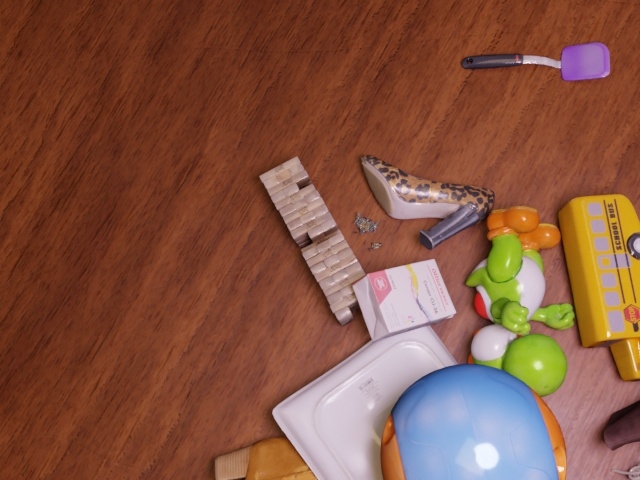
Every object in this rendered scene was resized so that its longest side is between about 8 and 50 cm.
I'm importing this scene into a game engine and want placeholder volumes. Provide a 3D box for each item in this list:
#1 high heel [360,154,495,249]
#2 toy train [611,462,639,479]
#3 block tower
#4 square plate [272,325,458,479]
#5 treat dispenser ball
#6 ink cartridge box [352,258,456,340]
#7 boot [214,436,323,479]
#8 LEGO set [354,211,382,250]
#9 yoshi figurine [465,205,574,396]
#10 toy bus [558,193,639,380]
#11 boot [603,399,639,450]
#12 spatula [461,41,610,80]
[{"bbox_3d":[0.215,-0.112,1.508,0.186,0.093,0.261,-30,62,-19],"label":"high heel"},{"bbox_3d":[0.644,0.379,1.276,0.143,0.248,0.105,-2,80,-33],"label":"toy train"},{"bbox_3d":[0.000,0.000,1.491,0.097,0.091,0.335,-28,73,1],"label":"block tower"},{"bbox_3d":[0.147,0.346,1.354,0.347,0.049,0.344,-33,74,-15],"label":"square plate"},{"bbox_3d":[0.238,0.340,1.179,0.288,0.288,0.288,-2,74,8],"label":"treat dispenser ball"},{"bbox_3d":[0.172,0.105,1.395,0.198,0.067,0.115,-12,74,-31],"label":"ink cartridge box"},{"bbox_3d":[-0.073,0.506,1.353,0.211,0.104,0.295,-12,69,6],"label":"boot"},{"bbox_3d":[0.095,-0.019,1.521,0.054,0.023,0.083,-9,86,9],"label":"LEGO set"},{"bbox_3d":[0.374,0.130,1.340,0.203,0.203,0.362,10,76,0],"label":"yoshi figurine"},{"bbox_3d":[0.535,0.088,1.361,0.130,0.108,0.332,-4,73,-4],"label":"toy bus"},{"bbox_3d":[0.607,0.269,1.304,0.207,0.248,0.090,-30,89,35],"label":"boot"},{"bbox_3d":[0.444,-0.374,1.558,0.296,0.030,0.084,3,74,10],"label":"spatula"}]
